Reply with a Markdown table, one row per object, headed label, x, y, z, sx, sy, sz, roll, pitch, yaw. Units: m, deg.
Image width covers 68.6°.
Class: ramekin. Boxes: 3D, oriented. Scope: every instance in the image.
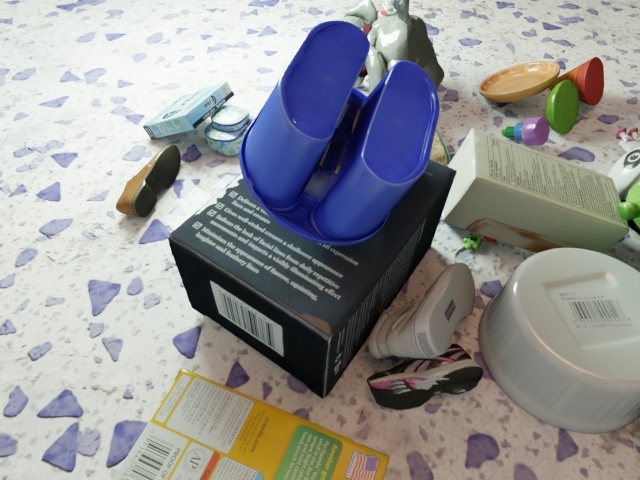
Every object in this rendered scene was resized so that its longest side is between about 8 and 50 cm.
| label | x | y | z | sx | sy | sz | roll | pitch | yaw |
| --- | --- | --- | --- | --- | --- | --- | --- | --- | --- |
| ramekin | 0.407 | 0.143 | 0.743 | 0.276 | 0.135 | 0.277 | 0 | 50 | 0 |

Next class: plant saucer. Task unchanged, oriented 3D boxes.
| label | x | y | z | sx | sy | sz | roll | pitch | yaw |
| --- | --- | --- | --- | --- | --- | --- | --- | --- | --- |
| plant saucer | 0.521 | -0.414 | 1.235 | 0.199 | 0.037 | 0.200 | -18 | 30 | 11 |

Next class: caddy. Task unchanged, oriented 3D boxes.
| label | x | y | z | sx | sy | sz | roll | pitch | yaw |
| --- | --- | --- | --- | --- | --- | --- | --- | --- | --- |
| caddy | 0.027 | -0.153 | 0.691 | 0.241 | 0.179 | 0.341 | 28 | 51 | -9 |

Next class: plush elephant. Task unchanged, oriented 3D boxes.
| label | x | y | z | sx | sy | sz | roll | pitch | yaw |
| --- | --- | --- | --- | --- | --- | --- | --- | --- | --- |
| plush elephant | 0.132 | -0.478 | 1.203 | 0.255 | 0.330 | 0.272 | 14 | 56 | 36 |

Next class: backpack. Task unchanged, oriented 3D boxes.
| label | x | y | z | sx | sy | sz | roll | pitch | yaw |
| --- | --- | --- | --- | --- | --- | --- | --- | --- | --- |
| backpack | -0.220 | -0.266 | 1.125 | 0.104 | 0.084 | 0.114 | 17 | 55 | 18 |

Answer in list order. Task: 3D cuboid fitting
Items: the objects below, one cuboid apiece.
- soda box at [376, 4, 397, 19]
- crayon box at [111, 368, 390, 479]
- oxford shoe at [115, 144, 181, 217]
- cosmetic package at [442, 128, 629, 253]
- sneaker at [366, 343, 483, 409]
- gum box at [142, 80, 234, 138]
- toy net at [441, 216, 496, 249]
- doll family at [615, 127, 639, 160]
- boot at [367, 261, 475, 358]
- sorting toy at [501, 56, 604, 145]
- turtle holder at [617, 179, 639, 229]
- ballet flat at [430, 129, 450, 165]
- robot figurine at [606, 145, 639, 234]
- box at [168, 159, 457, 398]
| label | x | y | z | sx | sy | sz | roll | pitch | yaw |
| --- | --- | --- | --- | --- | --- | --- | --- | --- | --- |
| soda box | 0.171 | -0.686 | 1.495 | 0.061 | 0.058 | 0.181 | 37 | 58 | 27 |
| crayon box | -0.094 | 0.330 | 0.622 | 0.322 | 0.083 | 0.203 | 17 | 52 | 15 |
| oxford shoe | -0.378 | -0.140 | 1.030 | 0.075 | 0.076 | 0.212 | 4 | 47 | 21 |
| cosmetic package | 0.392 | -0.077 | 0.887 | 0.296 | 0.129 | 0.153 | 19 | 50 | -4 |
| sneaker | 0.158 | 0.210 | 0.744 | 0.178 | 0.072 | 0.077 | -7 | 30 | -7 |
| gum box | -0.322 | -0.316 | 1.143 | 0.184 | 0.041 | 0.157 | 1 | 43 | 41 |
| toy net | 0.361 | -0.070 | 0.981 | 0.232 | 0.045 | 0.122 | -27 | 55 | -21 |
| doll family | 0.822 | -0.222 | 1.059 | 0.262 | 0.118 | 0.163 | 0 | 50 | 0 |
| boot | 0.172 | 0.114 | 0.797 | 0.123 | 0.095 | 0.258 | -16 | 8 | 36 |
| sorting toy | 0.585 | -0.349 | 1.203 | 0.365 | 0.127 | 0.126 | -39 | 30 | -25 |
| turtle holder | 0.609 | -0.006 | 0.699 | 0.227 | 0.244 | 0.320 | -29 | 4 | 20 |
| ballet flat | 0.237 | -0.259 | 1.104 | 0.067 | 0.073 | 0.206 | -17 | 66 | -2 |
| robot figurine | 0.687 | -0.068 | 0.892 | 0.209 | 0.174 | 0.278 | 9 | 35 | -47 |
| box | 0.000 | 0.000 | 0.810 | 0.293 | 0.212 | 0.395 | 29 | 56 | 20 |
